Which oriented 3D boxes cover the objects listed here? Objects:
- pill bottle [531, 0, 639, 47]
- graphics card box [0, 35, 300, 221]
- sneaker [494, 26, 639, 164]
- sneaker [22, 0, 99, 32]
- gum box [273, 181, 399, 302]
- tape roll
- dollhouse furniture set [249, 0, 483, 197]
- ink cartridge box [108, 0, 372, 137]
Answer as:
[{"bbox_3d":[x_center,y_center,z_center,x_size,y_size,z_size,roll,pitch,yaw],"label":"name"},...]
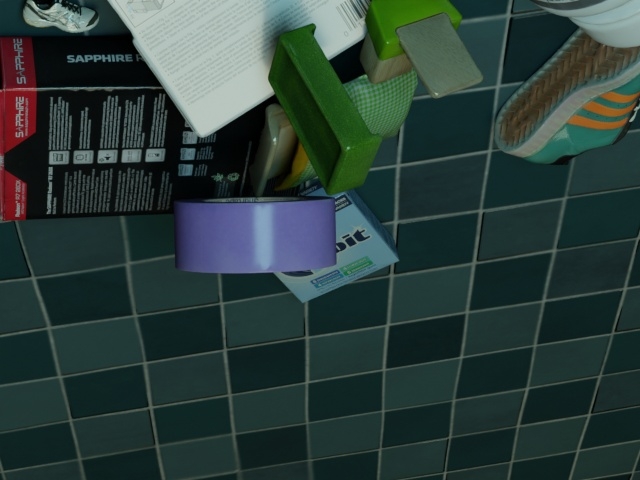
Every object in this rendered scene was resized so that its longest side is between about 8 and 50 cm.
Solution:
[{"bbox_3d":[0.247,-0.355,1.495,0.204,0.204,0.361,-33,139,24],"label":"pill bottle"},{"bbox_3d":[-0.196,-0.133,1.737,0.371,0.094,0.233,-2,141,-13],"label":"graphics card box"},{"bbox_3d":[0.355,-0.194,1.825,0.121,0.108,0.302,16,142,-34],"label":"sneaker"},{"bbox_3d":[-0.282,-0.251,1.608,0.083,0.032,0.037,0,141,-18],"label":"sneaker"},{"bbox_3d":[0.000,0.000,2.010,0.157,0.041,0.184,-24,141,14],"label":"gum box"},{"bbox_3d":[-0.076,-0.009,1.706,0.189,0.080,0.189,0,-175,0],"label":"tape roll"},{"bbox_3d":[0.050,-0.113,1.603,0.197,0.151,0.301,-22,159,-21],"label":"dollhouse furniture set"},{"bbox_3d":[-0.075,-0.292,1.552,0.296,0.066,0.261,-31,115,6],"label":"ink cartridge box"}]
